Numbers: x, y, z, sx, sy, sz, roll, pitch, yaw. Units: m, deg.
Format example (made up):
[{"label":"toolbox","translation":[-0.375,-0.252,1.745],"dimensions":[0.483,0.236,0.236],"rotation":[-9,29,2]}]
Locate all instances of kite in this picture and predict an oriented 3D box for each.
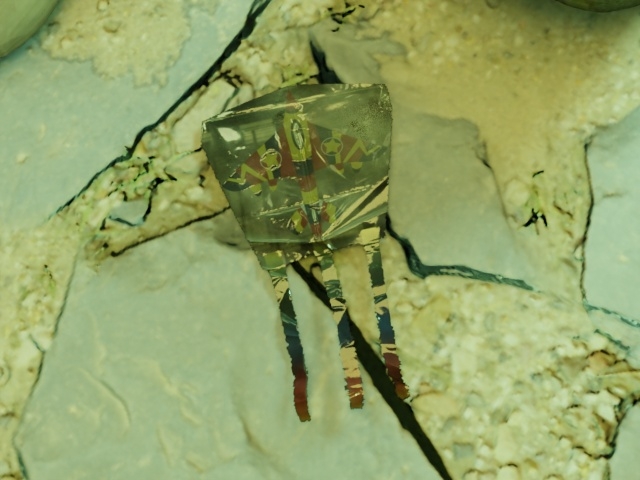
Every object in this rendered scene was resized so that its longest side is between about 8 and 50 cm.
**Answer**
[{"label":"kite","translation":[0.000,0.000,0.823],"dimensions":[0.141,0.015,0.245],"rotation":[-13,72,4]}]

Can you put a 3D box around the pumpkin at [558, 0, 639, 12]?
[{"label":"pumpkin","translation":[0.186,-0.234,0.835],"dimensions":[0.217,0.110,0.217],"rotation":[-3,61,6]}]

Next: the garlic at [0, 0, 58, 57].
[{"label":"garlic","translation":[-0.262,-0.189,0.878],"dimensions":[0.128,0.090,0.198],"rotation":[17,82,26]}]
